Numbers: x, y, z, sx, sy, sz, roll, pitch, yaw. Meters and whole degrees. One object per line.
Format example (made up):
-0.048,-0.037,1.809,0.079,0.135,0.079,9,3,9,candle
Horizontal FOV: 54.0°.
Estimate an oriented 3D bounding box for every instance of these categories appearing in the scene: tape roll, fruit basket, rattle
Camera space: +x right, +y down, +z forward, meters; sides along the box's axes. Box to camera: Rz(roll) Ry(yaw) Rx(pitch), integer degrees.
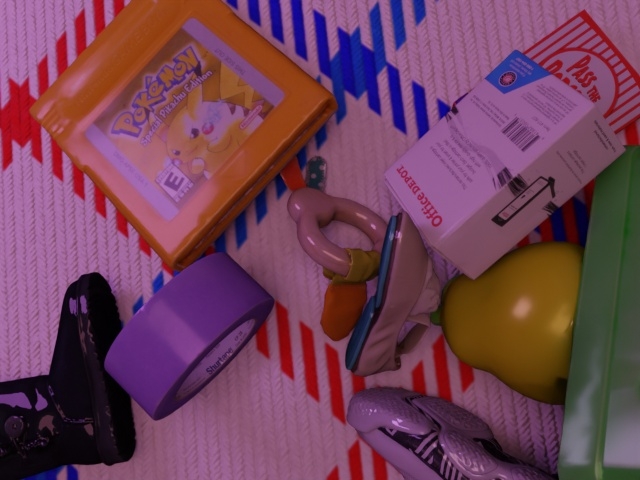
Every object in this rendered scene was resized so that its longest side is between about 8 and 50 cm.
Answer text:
-0.145,0.108,0.717,0.080,0.189,0.189,43,90,11,tape roll
0.316,0.099,0.645,0.282,0.392,0.392,27,87,-24,fruit basket
0.000,0.000,0.792,0.130,0.143,0.199,-33,61,-29,rattle

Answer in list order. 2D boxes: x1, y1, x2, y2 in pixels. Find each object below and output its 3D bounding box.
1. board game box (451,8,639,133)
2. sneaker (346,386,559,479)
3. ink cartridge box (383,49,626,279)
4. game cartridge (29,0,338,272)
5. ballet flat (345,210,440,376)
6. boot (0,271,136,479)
0.282,-0.163,0.766,0.193,0.045,0.147,-36,81,2,board game box
0.164,0.319,0.675,0.365,0.137,0.210,24,98,23,sneaker
0.186,-0.082,0.674,0.203,0.086,0.148,-43,38,16,ink cartridge box
-0.185,-0.168,0.801,0.323,0.052,0.285,43,90,18,game cartridge
0.088,0.068,0.687,0.086,0.248,0.086,6,47,-7,ballet flat
-0.354,0.176,0.783,0.207,0.094,0.247,-9,88,2,boot
